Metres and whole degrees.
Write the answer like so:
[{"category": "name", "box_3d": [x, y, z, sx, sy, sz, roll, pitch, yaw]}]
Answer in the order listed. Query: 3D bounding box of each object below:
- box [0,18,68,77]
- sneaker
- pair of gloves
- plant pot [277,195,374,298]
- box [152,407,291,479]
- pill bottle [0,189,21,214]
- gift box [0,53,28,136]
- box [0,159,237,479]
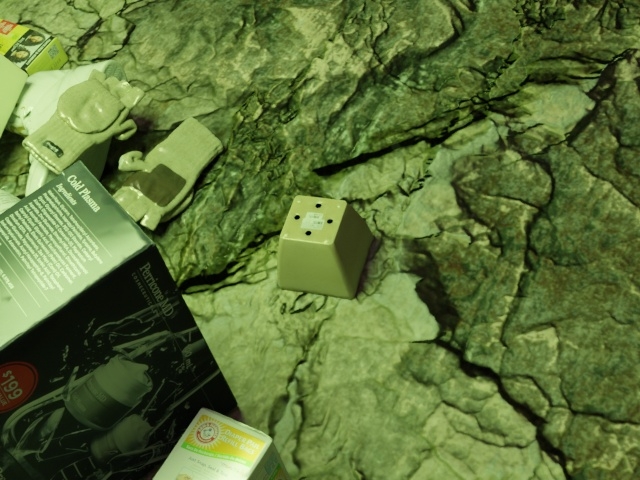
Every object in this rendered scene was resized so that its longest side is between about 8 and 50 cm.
[{"category": "box", "box_3d": [-0.543, -0.326, 1.872, 0.232, 0.058, 0.087, 22, 62, 27]}, {"category": "sneaker", "box_3d": [-0.416, -0.150, 1.692, 0.169, 0.108, 0.293, -1, 51, 24]}, {"category": "pair of gloves", "box_3d": [-0.283, -0.132, 1.616, 0.240, 0.042, 0.204, 33, 57, -4]}, {"category": "plant pot", "box_3d": [0.000, 0.000, 1.472, 0.109, 0.096, 0.109, 8, 55, 18]}, {"category": "box", "box_3d": [-0.133, 0.311, 1.252, 0.103, 0.114, 0.203, 19, 59, 27]}, {"category": "pill bottle", "box_3d": [-0.430, 0.025, 1.512, 0.283, 0.160, 0.160, 29, 64, 29]}, {"category": "gift box", "box_3d": [-0.638, -0.203, 1.626, 0.255, 0.276, 0.258, 10, 74, 38]}, {"category": "box", "box_3d": [-0.305, 0.144, 1.275, 0.312, 0.343, 0.179, -37, 53, -14]}]
